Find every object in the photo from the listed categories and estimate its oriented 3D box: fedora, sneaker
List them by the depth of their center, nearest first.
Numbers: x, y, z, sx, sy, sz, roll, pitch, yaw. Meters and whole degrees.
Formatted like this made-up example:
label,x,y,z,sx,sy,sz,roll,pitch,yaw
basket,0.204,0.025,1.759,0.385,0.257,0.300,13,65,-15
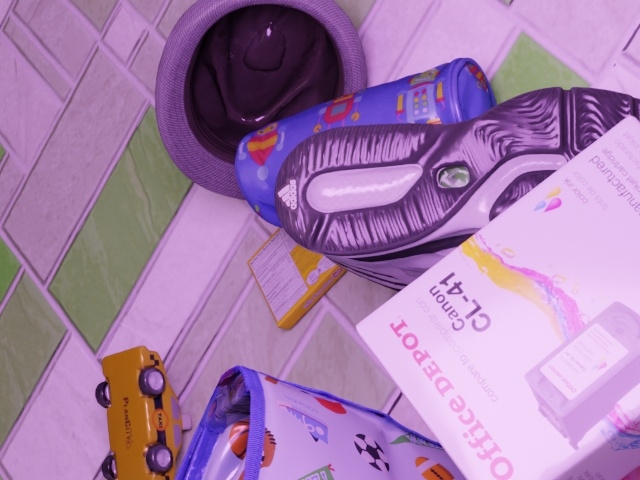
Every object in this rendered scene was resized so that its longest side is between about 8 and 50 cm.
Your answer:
label,x,y,z,sx,sy,sz,roll,pitch,yaw
sneaker,0.195,-0.038,1.654,0.447,0.257,0.169,-1,79,10
fedora,-0.069,-0.196,1.940,0.124,0.243,0.275,-93,10,-60

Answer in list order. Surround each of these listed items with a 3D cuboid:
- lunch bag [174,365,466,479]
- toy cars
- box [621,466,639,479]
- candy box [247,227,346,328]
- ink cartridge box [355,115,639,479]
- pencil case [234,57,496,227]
label,x,y,z,sx,sy,sz,roll,pitch,yaw
lunch bag,0.015,0.338,1.552,0.239,0.328,0.385,-38,36,50
toy cars,-0.152,0.288,1.971,0.394,0.087,0.176,46,118,37
box,0.268,0.326,1.463,0.142,0.154,0.300,-15,64,3
candy box,0.000,0.000,1.925,0.206,0.027,0.105,-46,50,26
ink cartridge box,0.221,0.078,1.409,0.306,0.131,0.226,-37,63,1
pencil case,0.054,-0.097,1.805,0.306,0.133,0.119,-17,28,31
